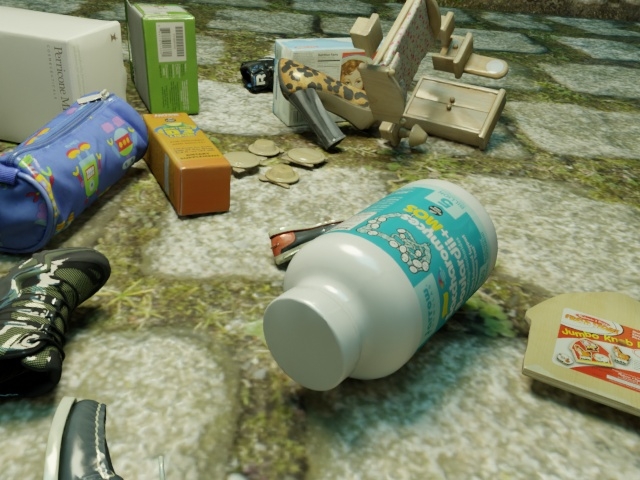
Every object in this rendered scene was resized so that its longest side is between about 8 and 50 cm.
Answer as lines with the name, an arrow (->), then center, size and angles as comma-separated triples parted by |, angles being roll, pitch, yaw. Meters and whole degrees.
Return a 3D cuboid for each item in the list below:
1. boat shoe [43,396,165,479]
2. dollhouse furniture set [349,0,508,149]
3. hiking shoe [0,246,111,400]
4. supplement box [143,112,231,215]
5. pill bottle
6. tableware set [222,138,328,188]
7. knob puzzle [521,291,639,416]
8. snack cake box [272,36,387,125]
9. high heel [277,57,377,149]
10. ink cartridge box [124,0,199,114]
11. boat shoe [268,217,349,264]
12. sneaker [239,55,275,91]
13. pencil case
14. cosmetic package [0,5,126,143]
boat shoe -> -0.127, 0.198, 0.359 | 0.079, 0.095, 0.254 | -7, 34, -17
dollhouse furniture set -> 0.225, -0.333, 1.039 | 0.174, 0.355, 0.303 | 20, 72, 24
hiking shoe -> -0.267, 0.092, 0.549 | 0.114, 0.086, 0.227 | 31, 43, 14
supplement box -> -0.209, -0.123, 0.902 | 0.078, 0.080, 0.233 | -9, 31, -27
pill bottle -> 0.063, 0.042, 0.601 | 0.146, 0.146, 0.264 | 25, 36, 29
tableware set -> -0.078, -0.135, 0.998 | 0.141, 0.020, 0.169 | 20, 32, 19
knob puzzle -> 0.311, 0.116, 0.627 | 0.213, 0.030, 0.213 | 3, 31, -2
snack cake box -> 0.041, -0.327, 1.208 | 0.264, 0.152, 0.089 | -10, 34, -24
high heel -> 0.042, -0.296, 1.135 | 0.261, 0.093, 0.186 | -35, 90, -41
ink cartridge box -> -0.329, -0.385, 1.212 | 0.097, 0.189, 0.255 | -10, 34, -22
boat shoe -> 0.000, 0.000, 0.764 | 0.137, 0.049, 0.043 | -9, 76, -27
sneaker -> -0.091, -0.359, 1.326 | 0.217, 0.079, 0.121 | 19, 36, 37
pencil case -> -0.341, -0.108, 0.804 | 0.119, 0.133, 0.306 | 10, 32, 4
cosmetic package -> -0.531, -0.286, 1.014 | 0.365, 0.197, 0.155 | 11, 31, 12
